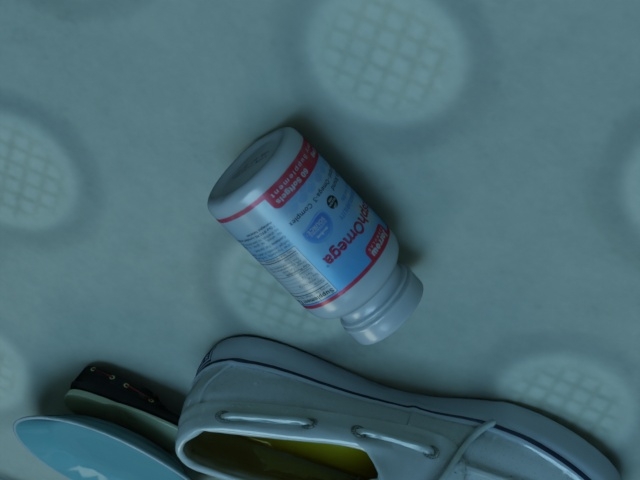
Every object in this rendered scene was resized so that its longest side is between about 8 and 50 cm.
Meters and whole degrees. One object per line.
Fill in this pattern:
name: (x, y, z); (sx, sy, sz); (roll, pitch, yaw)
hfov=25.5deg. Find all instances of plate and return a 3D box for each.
plate: (-0.184, 0.196, 1.267); (0.188, 0.024, 0.188); (18, 152, 10)

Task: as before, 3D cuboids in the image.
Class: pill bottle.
pill bottle: (0.000, 0.000, 1.037); (0.087, 0.087, 0.160); (-31, 113, 35)

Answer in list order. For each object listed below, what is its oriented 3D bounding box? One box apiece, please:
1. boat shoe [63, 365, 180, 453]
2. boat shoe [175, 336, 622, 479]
boat shoe: (-0.155, 0.148, 1.234); (0.133, 0.042, 0.049); (22, 140, 7)
boat shoe: (0.056, 0.197, 1.128); (0.367, 0.156, 0.136); (19, 131, 4)
